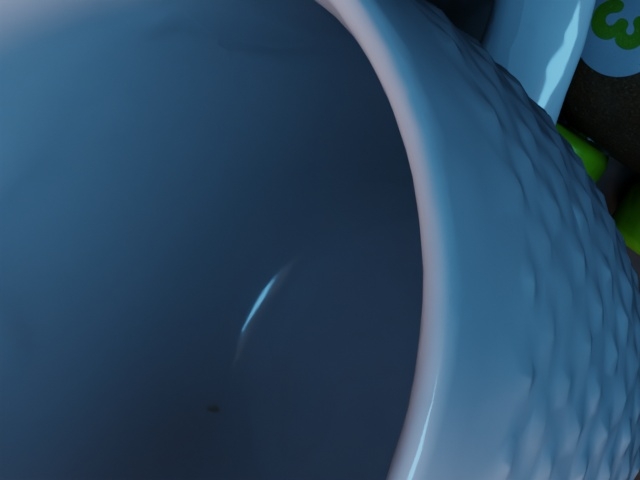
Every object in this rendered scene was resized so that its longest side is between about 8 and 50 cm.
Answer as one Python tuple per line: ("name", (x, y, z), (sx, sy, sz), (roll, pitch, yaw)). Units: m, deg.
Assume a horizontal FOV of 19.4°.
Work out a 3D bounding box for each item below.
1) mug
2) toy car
("mug", (0.000, 0.000, 0.667), (0.374, 0.276, 0.328), (-65, 153, 2))
("toy car", (0.183, -0.049, 0.773), (0.149, 0.188, 0.155), (31, 99, -24))
